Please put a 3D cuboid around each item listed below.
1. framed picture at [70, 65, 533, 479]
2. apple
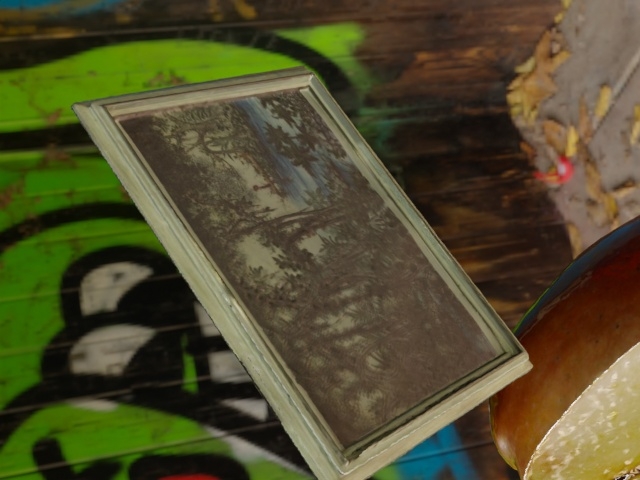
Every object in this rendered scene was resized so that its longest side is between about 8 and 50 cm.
[{"bbox_3d":[0.000,0.000,0.407,0.183,0.142,0.011,55,131,14],"label":"framed picture"},{"bbox_3d":[0.335,0.129,0.858,0.328,0.365,0.295,60,-167,0],"label":"apple"}]
